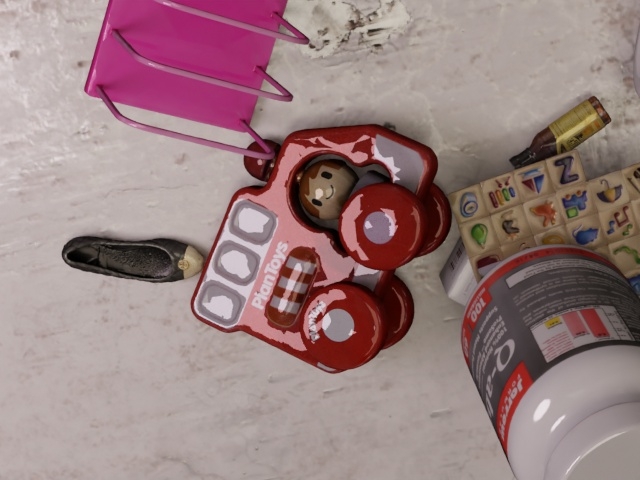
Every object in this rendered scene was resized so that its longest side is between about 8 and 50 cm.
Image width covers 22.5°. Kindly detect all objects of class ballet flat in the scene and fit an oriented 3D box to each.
[{"bbox_3d":[-0.227,0.026,1.947,0.173,0.049,0.057,3,105,-1],"label":"ballet flat"}]

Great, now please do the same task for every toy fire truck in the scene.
[{"bbox_3d":[0.000,0.000,1.898,0.254,0.169,0.302,24,102,13],"label":"toy fire truck"}]

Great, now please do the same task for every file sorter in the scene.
[{"bbox_3d":[-0.111,-0.257,1.782,0.202,0.182,0.291,12,104,-23],"label":"file sorter"}]

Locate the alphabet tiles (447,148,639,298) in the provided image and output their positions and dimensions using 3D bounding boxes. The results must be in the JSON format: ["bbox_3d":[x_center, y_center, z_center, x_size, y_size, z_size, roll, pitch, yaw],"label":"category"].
[{"bbox_3d":[0.289,-0.001,1.862,0.237,0.009,0.198,-19,101,1],"label":"alphabet tiles"}]

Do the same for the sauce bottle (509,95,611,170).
[{"bbox_3d":[0.285,-0.122,1.920,0.128,0.042,0.042,-35,102,10],"label":"sauce bottle"}]

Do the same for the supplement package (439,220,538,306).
[{"bbox_3d":[0.248,0.050,1.929,0.179,0.105,0.105,26,100,-7],"label":"supplement package"}]

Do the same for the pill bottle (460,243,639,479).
[{"bbox_3d":[0.283,0.169,1.704,0.210,0.363,0.210,-3,116,-7],"label":"pill bottle"}]

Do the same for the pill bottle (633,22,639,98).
[{"bbox_3d":[0.503,-0.210,1.845,0.264,0.146,0.146,8,104,-2],"label":"pill bottle"}]
